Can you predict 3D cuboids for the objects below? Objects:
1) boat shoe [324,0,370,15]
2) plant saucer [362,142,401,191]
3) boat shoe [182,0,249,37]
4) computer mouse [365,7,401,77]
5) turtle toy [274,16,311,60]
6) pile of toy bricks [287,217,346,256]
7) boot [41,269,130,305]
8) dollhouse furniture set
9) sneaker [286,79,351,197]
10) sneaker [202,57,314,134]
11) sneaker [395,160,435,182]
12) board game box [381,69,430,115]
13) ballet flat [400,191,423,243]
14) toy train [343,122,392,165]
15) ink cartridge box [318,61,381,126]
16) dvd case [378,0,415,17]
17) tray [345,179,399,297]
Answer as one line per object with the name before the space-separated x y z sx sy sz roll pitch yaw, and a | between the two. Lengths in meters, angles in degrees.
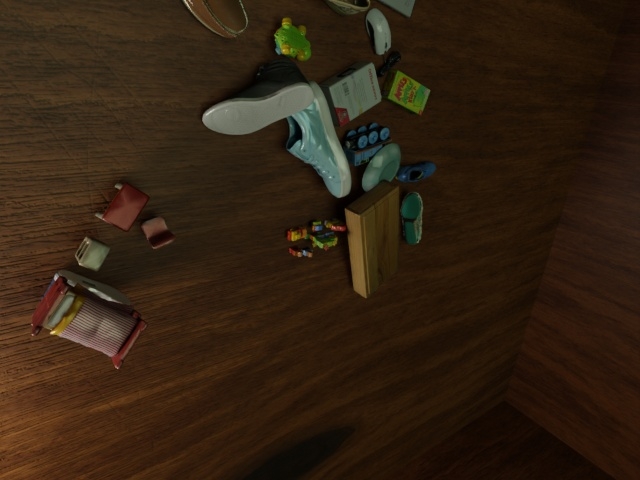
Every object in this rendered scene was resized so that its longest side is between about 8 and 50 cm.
boat shoe | 0.012 -0.687 1.104 0.285 0.089 0.105 7 107 -39
plant saucer | 0.226 -0.244 1.476 0.195 0.037 0.195 -35 150 -24
boat shoe | -0.265 -0.595 0.913 0.122 0.120 0.324 -48 131 -9
computer mouse | 0.193 -0.618 1.311 0.106 0.042 0.193 -41 130 -14
turtle toy | -0.073 -0.524 1.132 0.130 0.066 0.095 7 83 -42
pile of toy bricks | 0.000 0.000 1.415 0.212 0.105 0.118 -14 119 -33
boot | -0.587 0.149 1.064 0.190 0.069 0.086 34 93 -34
dollhouse furniture set | -0.470 0.072 0.989 0.201 0.152 0.374 35 76 -33
sneaker | -0.027 -0.272 1.261 0.150 0.135 0.366 -30 118 -14
sneaker | -0.169 -0.381 1.115 0.295 0.147 0.105 -17 145 4
sneaker | 0.380 -0.256 1.606 0.209 0.082 0.069 -15 117 -34
board game box | 0.292 -0.502 1.442 0.181 0.043 0.092 9 105 -40
ballet flat | 0.368 -0.097 1.687 0.077 0.091 0.241 -51 146 -49
toy train | 0.156 -0.321 1.405 0.184 0.080 0.105 -26 134 -29
ink cartridge box | 0.090 -0.449 1.291 0.175 0.072 0.127 -36 128 -19
dvd case | 0.208 -0.800 1.249 0.253 0.022 0.180 3 109 -39
tray | 0.200 0.005 1.538 0.203 0.076 0.411 -37 139 -27
